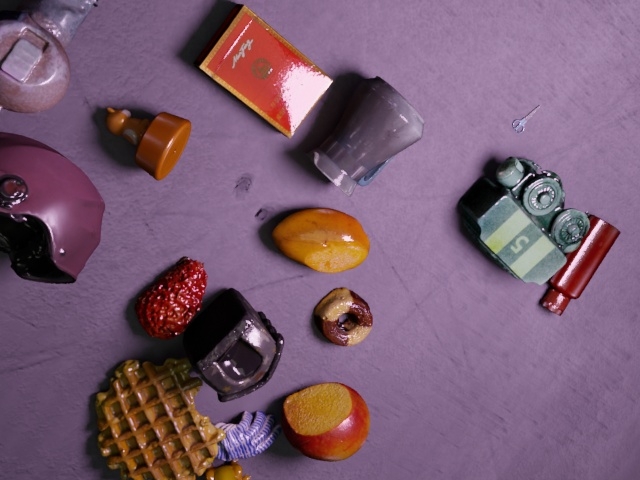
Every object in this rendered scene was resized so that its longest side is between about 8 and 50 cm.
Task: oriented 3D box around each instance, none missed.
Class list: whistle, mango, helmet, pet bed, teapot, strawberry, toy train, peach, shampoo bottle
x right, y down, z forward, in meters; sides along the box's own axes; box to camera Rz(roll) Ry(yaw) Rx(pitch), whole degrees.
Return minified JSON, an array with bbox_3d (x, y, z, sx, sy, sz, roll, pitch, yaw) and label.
[{"bbox_3d":[-0.503,-0.362,1.331,0.189,0.189,0.348,34,73,-25],"label":"whistle"},{"bbox_3d":[-0.001,-0.004,1.633,0.217,0.102,0.141,5,129,-18],"label":"mango"},{"bbox_3d":[-0.534,-0.080,1.350,0.338,0.271,0.197,45,59,-20],"label":"helmet"},{"bbox_3d":[-0.178,0.229,1.582,0.183,0.211,0.159,-45,113,-4],"label":"pet bed"},{"bbox_3d":[0.097,-0.207,1.577,0.225,0.171,0.203,-46,146,7],"label":"teapot"},{"bbox_3d":[-0.309,0.125,1.577,0.121,0.082,0.188,32,98,-22],"label":"strawberry"},{"bbox_3d":[0.477,-0.049,1.757,0.238,0.167,0.299,-44,114,10],"label":"toy train"},{"bbox_3d":[0.011,0.412,1.724,0.192,0.190,0.190,32,95,-24],"label":"peach"},{"bbox_3d":[0.650,0.066,1.898,0.102,0.064,0.260,28,97,-28],"label":"shampoo bottle"}]

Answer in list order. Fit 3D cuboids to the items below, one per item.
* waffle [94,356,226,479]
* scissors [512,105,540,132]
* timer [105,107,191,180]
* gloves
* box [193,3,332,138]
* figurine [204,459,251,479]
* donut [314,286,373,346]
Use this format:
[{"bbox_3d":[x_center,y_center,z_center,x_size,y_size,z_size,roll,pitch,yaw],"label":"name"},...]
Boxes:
[{"bbox_3d":[-0.347,0.400,1.623,0.281,0.058,0.301,0,99,1],"label":"waffle"},{"bbox_3d":[0.485,-0.288,1.757,0.083,0.006,0.036,-44,114,-1],"label":"scissors"},{"bbox_3d":[-0.346,-0.208,1.450,0.152,0.132,0.132,29,97,0],"label":"timer"},{"bbox_3d":[-0.198,0.458,1.723,0.229,0.097,0.119,-15,141,-19],"label":"gloves"},{"bbox_3d":[-0.113,-0.336,1.502,0.239,0.074,0.153,35,97,-26],"label":"box"},{"bbox_3d":[-0.213,0.595,1.714,0.121,0.176,0.122,-5,120,-15],"label":"figurine"},{"bbox_3d":[0.057,0.181,1.734,0.140,0.059,0.141,-5,110,-14],"label":"donut"}]
